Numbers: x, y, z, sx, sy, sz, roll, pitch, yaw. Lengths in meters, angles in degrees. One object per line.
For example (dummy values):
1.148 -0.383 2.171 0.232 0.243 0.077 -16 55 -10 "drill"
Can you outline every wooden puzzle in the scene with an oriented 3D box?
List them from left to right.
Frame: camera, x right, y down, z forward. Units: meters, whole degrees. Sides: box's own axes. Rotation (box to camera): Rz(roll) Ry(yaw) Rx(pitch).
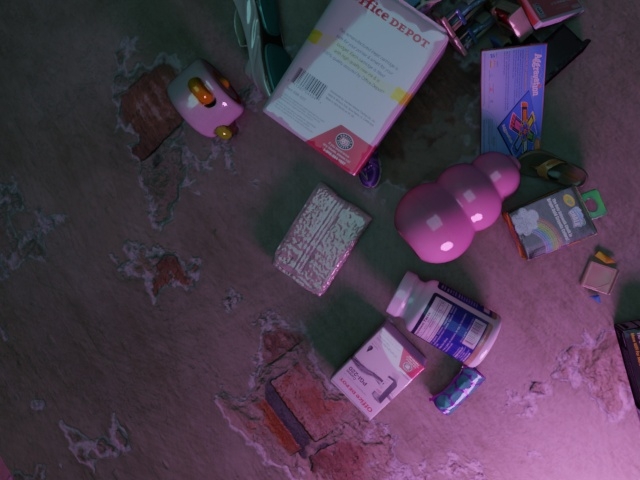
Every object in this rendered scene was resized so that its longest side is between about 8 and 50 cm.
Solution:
0.698 0.092 1.263 0.078 0.014 0.116 28 100 16 "wooden puzzle"

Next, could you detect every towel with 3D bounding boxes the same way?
0.000 0.000 1.425 0.187 0.049 0.282 35 100 9 "towel"

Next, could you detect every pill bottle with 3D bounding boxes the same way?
0.311 0.195 1.298 0.264 0.153 0.153 30 100 12 "pill bottle"

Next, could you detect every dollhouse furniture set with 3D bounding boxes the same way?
0.379 -0.523 1.204 0.129 0.184 0.129 -42 127 13 "dollhouse furniture set"

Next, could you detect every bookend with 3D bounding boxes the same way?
0.537 -0.474 1.242 0.156 0.072 0.157 -44 81 12 "bookend"

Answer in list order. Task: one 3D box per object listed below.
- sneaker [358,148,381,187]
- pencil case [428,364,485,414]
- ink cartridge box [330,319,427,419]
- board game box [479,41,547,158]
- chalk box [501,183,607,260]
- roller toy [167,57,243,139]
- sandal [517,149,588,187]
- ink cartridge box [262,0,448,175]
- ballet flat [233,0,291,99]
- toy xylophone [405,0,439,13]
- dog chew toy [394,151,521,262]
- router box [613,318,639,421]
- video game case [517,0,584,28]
0.128 -0.228 1.366 0.068 0.071 0.170 1 94 15 "sneaker"
0.364 0.393 1.341 0.070 0.064 0.152 37 101 -6 "pencil case"
0.157 0.353 1.380 0.158 0.092 0.218 44 104 9 "ink cartridge box"
0.464 -0.326 1.230 0.145 0.027 0.281 0 120 16 "board game box"
0.573 -0.053 1.228 0.213 0.132 0.132 -23 86 14 "chalk box"
-0.315 -0.402 1.408 0.146 0.209 0.191 -38 55 13 "roller toy"
0.573 -0.172 1.248 0.180 0.049 0.072 22 121 6 "sandal"
0.087 -0.393 1.237 0.279 0.160 0.385 37 101 4 "ink cartridge box"
-0.165 -0.535 1.408 0.139 0.139 0.400 -12 89 15 "ballet flat"
0.247 -0.712 1.243 0.081 0.236 0.323 -7 79 -25 "toy xylophone"
0.350 -0.094 1.257 0.331 0.206 0.207 -37 83 5 "dog chew toy"
0.872 0.328 1.193 0.242 0.081 0.309 -16 89 15 "router box"
0.495 -0.641 1.198 0.285 0.204 0.025 60 148 5 "video game case"
